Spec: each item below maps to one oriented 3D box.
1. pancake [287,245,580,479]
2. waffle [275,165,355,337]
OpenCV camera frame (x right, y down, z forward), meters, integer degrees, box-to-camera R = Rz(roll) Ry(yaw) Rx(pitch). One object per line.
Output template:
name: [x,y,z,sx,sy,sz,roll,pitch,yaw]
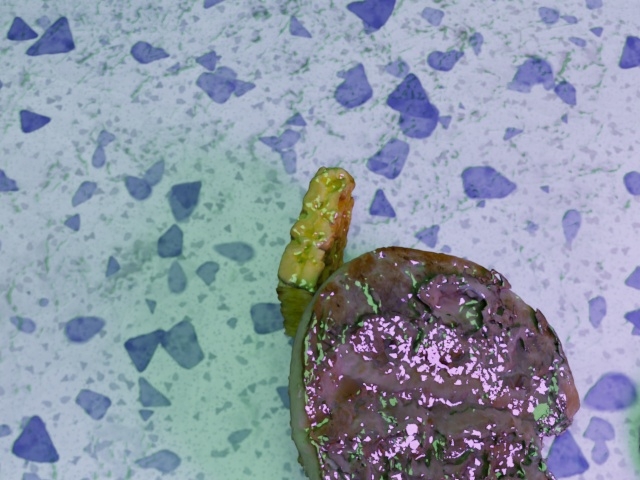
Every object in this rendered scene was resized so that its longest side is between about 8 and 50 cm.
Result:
pancake: [0.138,0.195,1.332,0.382,0.071,0.382,6,74,-22]
waffle: [0.000,0.000,1.431,0.055,0.160,0.210,13,65,10]
